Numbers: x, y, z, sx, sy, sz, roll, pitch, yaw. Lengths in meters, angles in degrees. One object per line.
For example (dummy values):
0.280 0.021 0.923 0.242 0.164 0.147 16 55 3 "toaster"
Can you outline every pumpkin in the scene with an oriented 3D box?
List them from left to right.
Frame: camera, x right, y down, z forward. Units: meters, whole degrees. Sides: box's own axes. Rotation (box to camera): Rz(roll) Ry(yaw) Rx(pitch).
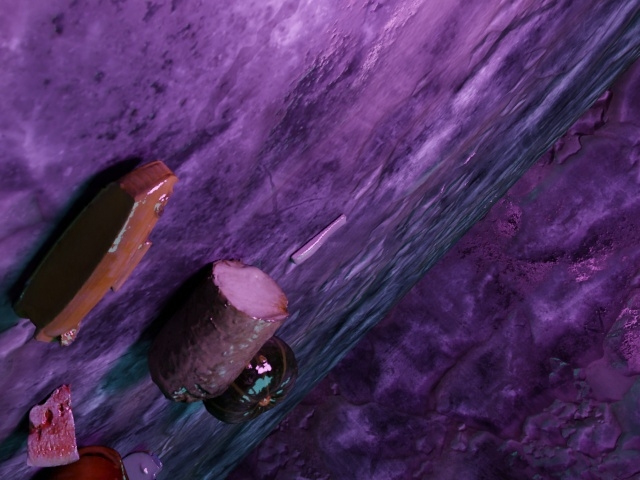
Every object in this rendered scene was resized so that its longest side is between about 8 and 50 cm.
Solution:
-0.209 0.390 1.750 0.300 0.207 0.300 -25 150 -16 "pumpkin"

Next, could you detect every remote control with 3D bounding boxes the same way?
0.000 0.000 1.584 0.184 0.027 0.050 -40 163 -12 "remote control"

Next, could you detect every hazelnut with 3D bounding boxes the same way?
-0.579 0.617 1.490 0.217 0.217 0.251 -39 -174 -13 "hazelnut"

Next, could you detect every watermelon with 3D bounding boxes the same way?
-0.529 0.378 1.189 0.098 0.121 0.158 -4 138 -31 "watermelon"

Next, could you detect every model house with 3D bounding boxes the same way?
-0.571 0.726 1.901 0.148 0.119 0.148 -42 172 -9 "model house"

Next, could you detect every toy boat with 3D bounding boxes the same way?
-0.310 0.019 0.862 0.321 0.089 0.121 -50 167 14 "toy boat"

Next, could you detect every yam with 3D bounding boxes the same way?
-0.224 0.198 1.281 0.300 0.195 0.195 -50 161 16 "yam"
